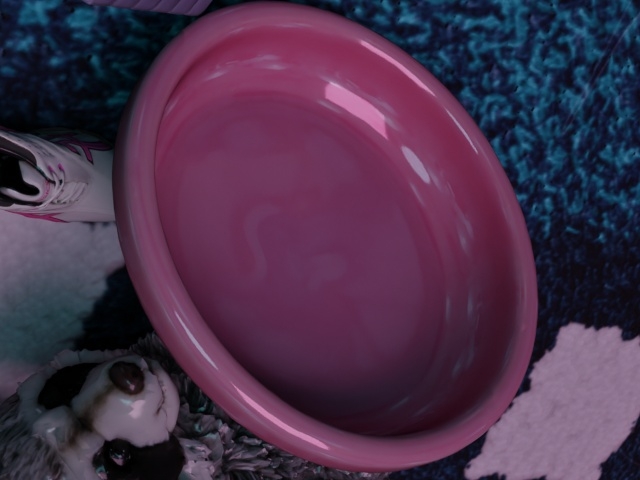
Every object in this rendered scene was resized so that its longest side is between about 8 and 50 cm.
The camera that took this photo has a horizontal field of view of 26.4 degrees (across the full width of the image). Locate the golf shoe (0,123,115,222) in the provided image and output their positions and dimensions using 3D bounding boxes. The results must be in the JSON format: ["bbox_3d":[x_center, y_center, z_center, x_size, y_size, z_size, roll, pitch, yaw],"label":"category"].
[{"bbox_3d":[-0.190,-0.040,0.906,0.186,0.086,0.067,16,113,-40],"label":"golf shoe"}]

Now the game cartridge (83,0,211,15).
[{"bbox_3d":[-0.005,-0.276,0.759,0.068,0.230,0.355,39,103,-1],"label":"game cartridge"}]

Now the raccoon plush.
[{"bbox_3d":[-0.110,0.233,1.021,0.299,0.216,0.446,-27,131,-30],"label":"raccoon plush"}]

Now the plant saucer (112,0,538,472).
[{"bbox_3d":[0.000,0.000,0.927,0.332,0.332,0.084,8,154,-35],"label":"plant saucer"}]
